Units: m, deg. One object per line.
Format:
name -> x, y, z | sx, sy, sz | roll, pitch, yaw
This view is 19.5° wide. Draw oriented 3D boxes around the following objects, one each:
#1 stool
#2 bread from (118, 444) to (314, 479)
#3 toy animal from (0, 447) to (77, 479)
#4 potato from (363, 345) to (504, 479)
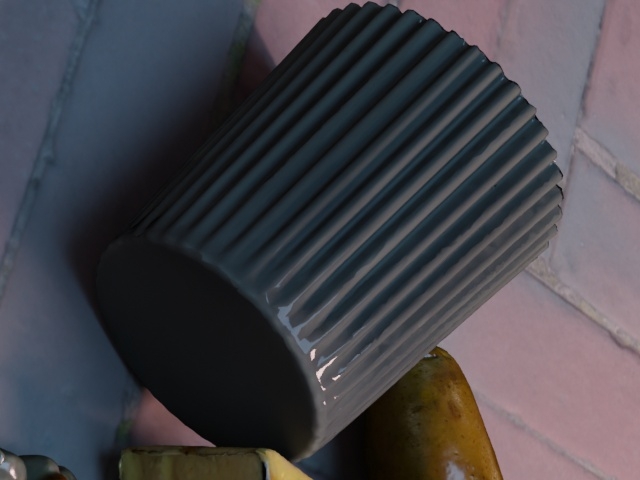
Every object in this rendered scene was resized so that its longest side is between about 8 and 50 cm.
stool -> 0.000, 0.000, 1.627 | 0.330, 0.297, 0.297 | -43, 118, -33
bread -> -0.038, 0.238, 1.642 | 0.264, 0.168, 0.163 | -10, 97, -56
toy animal -> -0.240, 0.225, 1.501 | 0.236, 0.138, 0.108 | 34, 53, -68
potato -> 0.126, 0.281, 1.818 | 0.195, 0.176, 0.369 | -14, 92, -53
